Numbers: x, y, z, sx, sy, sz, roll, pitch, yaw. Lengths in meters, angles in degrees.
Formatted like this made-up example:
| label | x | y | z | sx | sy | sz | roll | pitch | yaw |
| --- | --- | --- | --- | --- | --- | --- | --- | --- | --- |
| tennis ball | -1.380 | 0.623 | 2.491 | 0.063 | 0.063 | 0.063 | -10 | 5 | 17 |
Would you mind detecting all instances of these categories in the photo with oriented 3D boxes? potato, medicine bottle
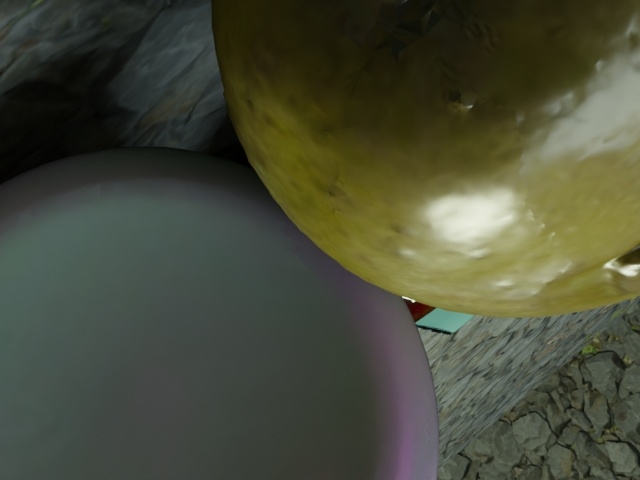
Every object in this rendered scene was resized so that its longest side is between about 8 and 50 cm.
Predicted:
| label | x | y | z | sx | sy | sz | roll | pitch | yaw |
| --- | --- | --- | --- | --- | --- | --- | --- | --- | --- |
| potato | 0.137 | -0.141 | 0.609 | 0.397 | 0.290 | 0.296 | -45 | 164 | 12 |
| medicine bottle | -0.082 | 0.102 | 0.806 | 0.241 | 0.241 | 0.302 | -40 | 175 | -12 |

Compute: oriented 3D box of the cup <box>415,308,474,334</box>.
| label | x | y | z | sx | sy | sz | roll | pitch | yaw |
| --- | --- | --- | --- | --- | --- | --- | --- | --- | --- |
| cup | 0.129 | -0.043 | 1.182 | 0.134 | 0.148 | 0.236 | 14 | 128 | -35 |

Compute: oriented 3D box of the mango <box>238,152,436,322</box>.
| label | x | y | z | sx | sy | sz | roll | pitch | yaw |
| --- | --- | --- | --- | --- | --- | --- | --- | --- | --- |
| mango | 0.000 | 0.000 | 0.957 | 0.111 | 0.133 | 0.267 | -39 | -176 | -28 |
